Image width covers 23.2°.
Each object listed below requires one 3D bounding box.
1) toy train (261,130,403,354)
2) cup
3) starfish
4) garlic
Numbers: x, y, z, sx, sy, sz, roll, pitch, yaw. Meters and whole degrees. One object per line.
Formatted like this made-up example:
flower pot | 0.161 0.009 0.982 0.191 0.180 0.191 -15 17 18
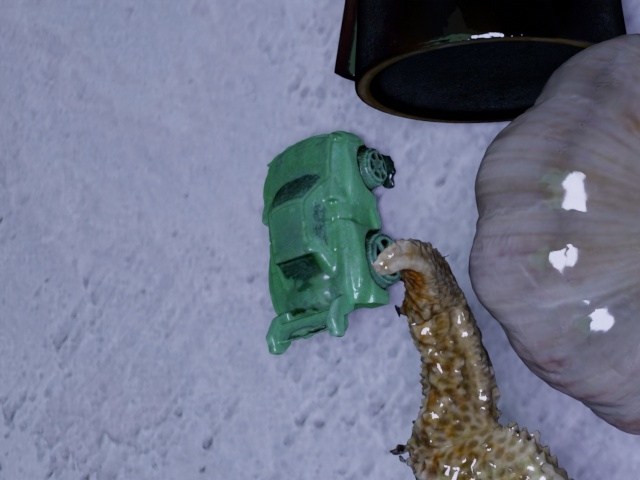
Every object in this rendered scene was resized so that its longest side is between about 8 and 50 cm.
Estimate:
toy train | 0.000 0.000 1.065 0.099 0.081 0.149 -18 75 36
cup | 0.070 -0.174 0.978 0.239 0.166 0.177 -11 75 35
starfish | 0.100 0.152 0.896 0.084 0.301 0.293 -26 82 -6
garlic | 0.163 0.000 0.897 0.212 0.218 0.219 176 98 -66
